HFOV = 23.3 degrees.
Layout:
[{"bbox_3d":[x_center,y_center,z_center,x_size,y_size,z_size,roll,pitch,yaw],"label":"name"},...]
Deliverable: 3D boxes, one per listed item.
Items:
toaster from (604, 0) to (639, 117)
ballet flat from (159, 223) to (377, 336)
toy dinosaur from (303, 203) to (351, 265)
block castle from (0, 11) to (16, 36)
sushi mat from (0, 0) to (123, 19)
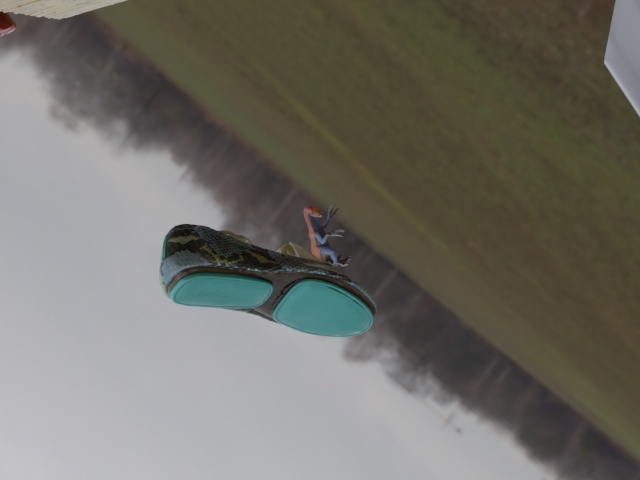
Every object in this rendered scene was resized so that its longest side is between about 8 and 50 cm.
[{"bbox_3d":[0.339,-0.173,1.294,0.110,0.168,0.186,61,169,27],"label":"toaster"},{"bbox_3d":[-0.038,0.024,1.158,0.188,0.070,0.070,16,-165,-38],"label":"ballet flat"},{"bbox_3d":[0.000,0.000,1.814,0.082,0.090,0.047,43,177,-22],"label":"toy dinosaur"},{"bbox_3d":[-0.424,-0.237,1.612,0.213,0.303,0.453,57,-145,-7],"label":"block castle"},{"bbox_3d":[-0.215,-0.231,1.394,0.151,0.019,0.316,2,178,-39],"label":"sushi mat"}]
